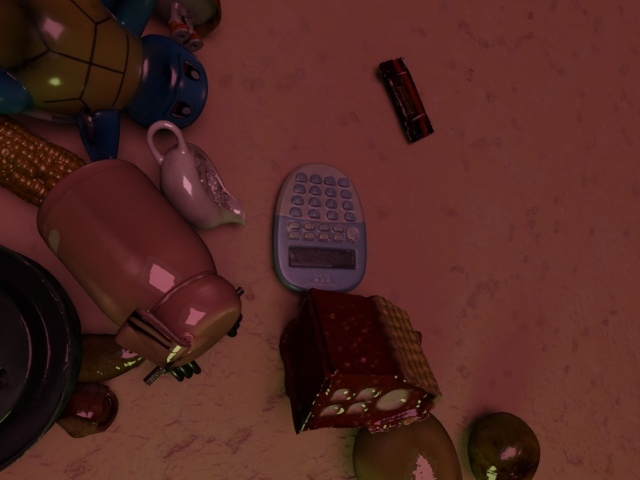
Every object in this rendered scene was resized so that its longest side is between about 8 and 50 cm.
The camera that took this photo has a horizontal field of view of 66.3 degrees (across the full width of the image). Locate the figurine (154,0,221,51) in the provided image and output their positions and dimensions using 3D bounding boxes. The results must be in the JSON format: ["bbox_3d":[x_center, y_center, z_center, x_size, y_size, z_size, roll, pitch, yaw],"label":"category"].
[{"bbox_3d":[-0.247,-0.456,0.851,0.143,0.143,0.272,-15,69,-23],"label":"figurine"}]

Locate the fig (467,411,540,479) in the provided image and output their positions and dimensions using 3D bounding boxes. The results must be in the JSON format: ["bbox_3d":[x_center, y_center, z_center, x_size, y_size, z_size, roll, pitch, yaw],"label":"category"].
[{"bbox_3d":[0.363,0.420,0.971,0.136,0.120,0.153,46,69,-15],"label":"fig"}]

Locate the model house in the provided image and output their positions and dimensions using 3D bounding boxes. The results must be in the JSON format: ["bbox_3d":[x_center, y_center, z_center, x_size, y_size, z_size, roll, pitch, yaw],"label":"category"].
[{"bbox_3d":[0.078,0.202,0.825,0.253,0.160,0.196,5,37,-19],"label":"model house"}]

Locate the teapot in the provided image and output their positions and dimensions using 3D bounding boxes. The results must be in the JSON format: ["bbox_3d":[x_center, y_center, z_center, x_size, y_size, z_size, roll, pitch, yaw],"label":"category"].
[{"bbox_3d":[-0.211,-0.094,0.800,0.092,0.145,0.226,-23,132,8],"label":"teapot"}]

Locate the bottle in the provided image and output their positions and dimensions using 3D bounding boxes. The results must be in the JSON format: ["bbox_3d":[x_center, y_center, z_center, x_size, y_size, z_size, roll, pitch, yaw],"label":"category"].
[{"bbox_3d":[-0.254,0.040,0.687,0.297,0.206,0.173,47,104,13],"label":"bottle"}]

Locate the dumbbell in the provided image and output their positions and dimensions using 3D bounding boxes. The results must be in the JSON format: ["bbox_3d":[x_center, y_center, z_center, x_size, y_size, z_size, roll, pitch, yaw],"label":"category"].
[{"bbox_3d":[-0.201,0.151,0.793,0.208,0.099,0.099,-45,100,-22],"label":"dumbbell"}]

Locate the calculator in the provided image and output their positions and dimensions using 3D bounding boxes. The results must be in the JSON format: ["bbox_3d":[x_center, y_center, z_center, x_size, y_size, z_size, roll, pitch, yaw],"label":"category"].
[{"bbox_3d":[0.000,0.000,0.926,0.188,0.042,0.303,5,81,-22],"label":"calculator"}]

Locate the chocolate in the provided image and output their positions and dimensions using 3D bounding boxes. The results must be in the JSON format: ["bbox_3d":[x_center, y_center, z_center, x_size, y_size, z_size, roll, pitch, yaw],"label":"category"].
[{"bbox_3d":[0.183,-0.301,1.048,0.086,0.028,0.183,-30,96,-30],"label":"chocolate"}]

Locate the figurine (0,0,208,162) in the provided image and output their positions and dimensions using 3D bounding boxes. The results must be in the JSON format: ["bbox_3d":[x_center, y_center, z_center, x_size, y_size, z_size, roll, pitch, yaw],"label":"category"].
[{"bbox_3d":[-0.371,-0.261,0.711,0.415,0.243,0.298,13,96,-19],"label":"figurine"}]

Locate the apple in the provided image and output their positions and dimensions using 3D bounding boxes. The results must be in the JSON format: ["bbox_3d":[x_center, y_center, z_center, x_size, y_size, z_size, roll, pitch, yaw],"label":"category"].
[{"bbox_3d":[0.152,0.390,0.855,0.199,0.200,0.200,3,82,-21],"label":"apple"}]

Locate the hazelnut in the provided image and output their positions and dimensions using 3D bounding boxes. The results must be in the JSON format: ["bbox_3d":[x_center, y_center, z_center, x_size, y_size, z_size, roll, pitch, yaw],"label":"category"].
[{"bbox_3d":[-0.350,0.252,0.736,0.086,0.086,0.087,3,82,-21],"label":"hazelnut"}]

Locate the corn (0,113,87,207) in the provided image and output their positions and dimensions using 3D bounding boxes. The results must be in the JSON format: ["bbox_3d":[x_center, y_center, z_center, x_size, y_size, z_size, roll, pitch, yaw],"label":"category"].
[{"bbox_3d":[-0.492,-0.150,0.721,0.312,0.102,0.102,33,72,-12],"label":"corn"}]

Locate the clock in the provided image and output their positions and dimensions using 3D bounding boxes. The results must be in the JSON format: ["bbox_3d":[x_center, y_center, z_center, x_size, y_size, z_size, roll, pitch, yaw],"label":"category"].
[{"bbox_3d":[-0.491,0.157,0.653,0.324,0.067,0.326,1,83,-7],"label":"clock"}]

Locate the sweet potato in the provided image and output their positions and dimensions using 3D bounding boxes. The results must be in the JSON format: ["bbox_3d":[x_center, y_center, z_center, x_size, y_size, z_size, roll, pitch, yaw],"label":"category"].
[{"bbox_3d":[-0.370,0.180,0.738,0.269,0.075,0.075,-7,85,-5],"label":"sweet potato"}]
